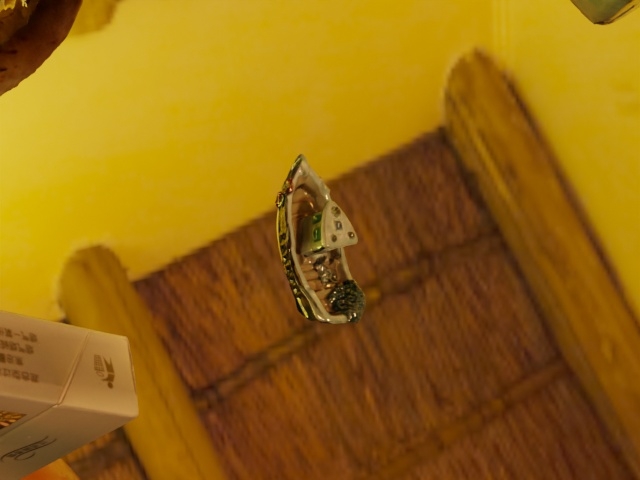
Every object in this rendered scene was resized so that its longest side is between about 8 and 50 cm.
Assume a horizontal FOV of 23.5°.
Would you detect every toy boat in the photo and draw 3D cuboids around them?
[{"bbox_3d":[0.000,0.000,0.720,0.038,0.038,0.083,-15,-99,-10],"label":"toy boat"}]

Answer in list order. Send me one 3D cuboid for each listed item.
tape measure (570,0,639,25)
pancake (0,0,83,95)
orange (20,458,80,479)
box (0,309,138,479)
[{"bbox_3d":[0.145,-0.151,0.513,0.182,0.181,0.107,-36,-93,-33],"label":"tape measure"},{"bbox_3d":[-0.277,-0.213,1.083,0.266,0.244,0.057,-32,-156,22],"label":"pancake"},{"bbox_3d":[-0.312,0.288,1.395,0.240,0.240,0.240,-4,-141,4],"label":"orange"},{"bbox_3d":[-0.262,0.100,1.023,0.155,0.243,0.067,-29,-121,37],"label":"box"}]
